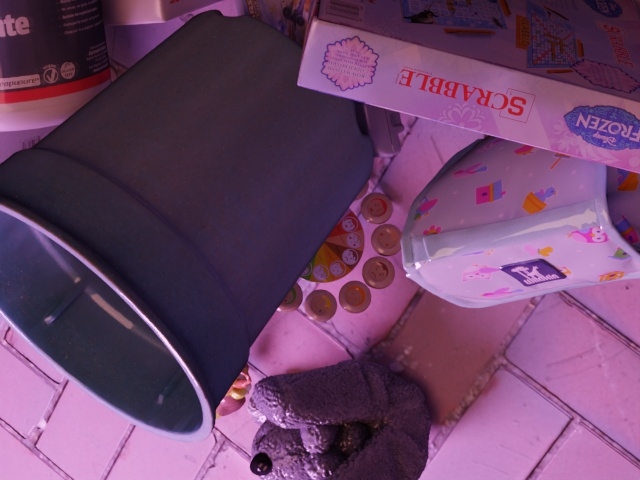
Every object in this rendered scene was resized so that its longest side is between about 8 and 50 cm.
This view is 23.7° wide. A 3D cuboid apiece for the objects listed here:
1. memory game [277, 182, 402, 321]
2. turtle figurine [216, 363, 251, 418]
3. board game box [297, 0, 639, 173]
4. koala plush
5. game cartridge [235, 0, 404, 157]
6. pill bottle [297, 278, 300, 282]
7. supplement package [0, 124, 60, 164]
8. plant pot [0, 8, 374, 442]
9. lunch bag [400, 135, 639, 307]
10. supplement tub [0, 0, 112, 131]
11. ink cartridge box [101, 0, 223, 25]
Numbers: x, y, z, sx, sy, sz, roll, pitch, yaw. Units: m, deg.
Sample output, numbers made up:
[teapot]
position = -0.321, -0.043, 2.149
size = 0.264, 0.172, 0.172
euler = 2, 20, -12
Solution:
[memory game]
position = 0.000, 0.000, 1.694
size = 0.186, 0.012, 0.186
euler = 1, 74, -3
[turtle figurine]
position = -0.148, 0.101, 1.779
size = 0.269, 0.087, 0.217
euler = 40, 158, 26
[board game box]
position = 0.146, -0.184, 1.385
size = 0.318, 0.318, 0.065
euler = 14, 117, -4
[koala plush]
position = -0.002, 0.240, 1.774
size = 0.221, 0.203, 0.196
euler = -28, 83, 53
[game cartridge]
position = -0.012, -0.230, 1.626
size = 0.198, 0.062, 0.297
euler = -2, 104, 50
[pill bottle]
position = -0.117, -0.012, 1.760
size = 0.208, 0.117, 0.117
euler = 39, 120, 11
[supplement package]
position = -0.430, -0.169, 1.828
size = 0.203, 0.194, 0.149
euler = 10, 110, 26
[plant pot]
position = -0.140, -0.032, 1.533
size = 0.341, 0.334, 0.341
euler = 32, 153, 19
[lunch bag]
position = 0.220, -0.029, 1.491
size = 0.223, 0.262, 0.160
euler = -12, 101, 30
[supplement tub]
position = -0.325, -0.262, 1.588
size = 0.191, 0.191, 0.272
euler = 3, 109, 27
[ink cartridge box]
position = -0.180, -0.346, 1.664
size = 0.086, 0.148, 0.203
euler = 2, 108, 25
